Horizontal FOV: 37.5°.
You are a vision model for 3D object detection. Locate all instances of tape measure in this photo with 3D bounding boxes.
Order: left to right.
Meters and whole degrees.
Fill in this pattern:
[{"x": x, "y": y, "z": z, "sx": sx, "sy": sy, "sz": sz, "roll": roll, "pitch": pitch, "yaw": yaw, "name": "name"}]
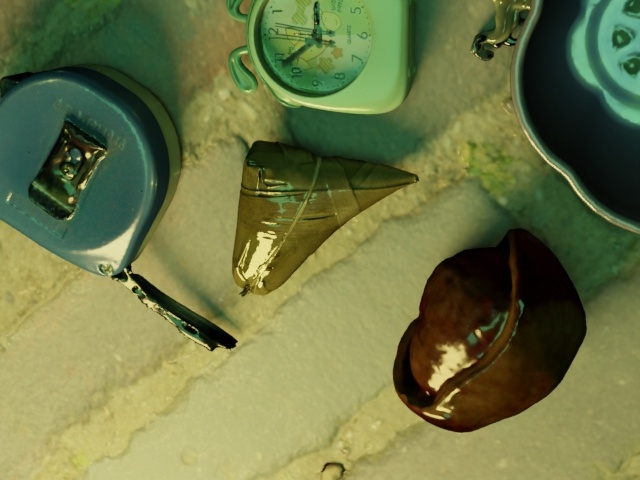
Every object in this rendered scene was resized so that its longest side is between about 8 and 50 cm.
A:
[{"x": -0.203, "y": -0.039, "z": 1.003, "sx": 0.351, "sy": 0.098, "sz": 0.215, "roll": 32, "pitch": 112, "yaw": 1, "name": "tape measure"}]

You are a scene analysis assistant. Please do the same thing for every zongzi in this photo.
[{"x": 0.000, "y": 0.000, "z": 0.978, "sx": 0.178, "sy": 0.081, "sz": 0.189, "roll": 9, "pitch": 114, "yaw": 1, "name": "zongzi"}]

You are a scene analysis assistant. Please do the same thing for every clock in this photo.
[{"x": -0.001, "y": -0.203, "z": 0.921, "sx": 0.188, "sy": 0.060, "sz": 0.148, "roll": 6, "pitch": 108, "yaw": 13, "name": "clock"}]

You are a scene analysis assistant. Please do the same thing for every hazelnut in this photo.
[{"x": 0.155, "y": 0.092, "z": 0.908, "sx": 0.201, "sy": 0.170, "sz": 0.161, "roll": -36, "pitch": 94, "yaw": 10, "name": "hazelnut"}]

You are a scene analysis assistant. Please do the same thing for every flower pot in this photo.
[{"x": 0.297, "y": -0.156, "z": 0.765, "sx": 0.265, "sy": 0.243, "sz": 0.265, "roll": 4, "pitch": 106, "yaw": 15, "name": "flower pot"}]

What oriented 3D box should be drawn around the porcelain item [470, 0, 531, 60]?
[{"x": 0.197, "y": -0.227, "z": 0.885, "sx": 0.075, "sy": 0.021, "sz": 0.136, "roll": 21, "pitch": 110, "yaw": 7, "name": "porcelain item"}]
